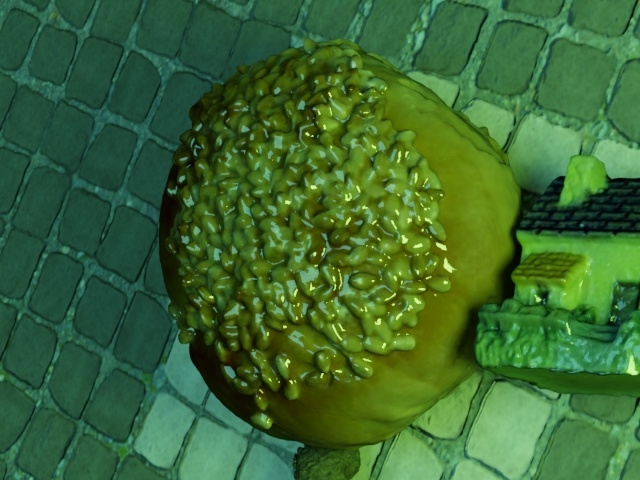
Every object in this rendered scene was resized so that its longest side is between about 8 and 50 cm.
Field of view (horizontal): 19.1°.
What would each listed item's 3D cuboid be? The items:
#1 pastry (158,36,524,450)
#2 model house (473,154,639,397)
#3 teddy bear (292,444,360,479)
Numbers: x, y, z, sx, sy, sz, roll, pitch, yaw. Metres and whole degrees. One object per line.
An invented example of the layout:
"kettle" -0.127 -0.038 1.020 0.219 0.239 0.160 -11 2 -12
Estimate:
"pastry" 0.000 0.000 1.817 0.409 0.245 0.410 -9 77 40
"model house" 0.258 0.026 1.654 0.194 0.170 0.211 1 77 43
"teddy bear" 0.016 0.300 1.798 0.251 0.129 0.182 40 105 41
